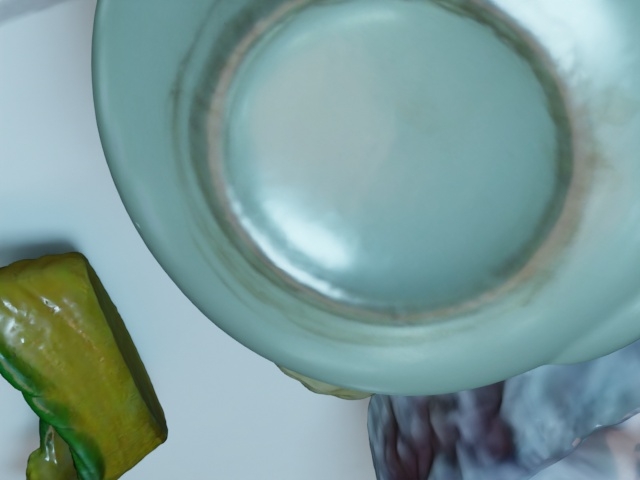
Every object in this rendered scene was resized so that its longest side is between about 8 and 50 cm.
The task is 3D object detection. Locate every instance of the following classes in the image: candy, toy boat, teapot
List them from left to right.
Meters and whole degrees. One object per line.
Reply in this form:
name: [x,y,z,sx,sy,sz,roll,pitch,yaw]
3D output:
toy boat: [-0.123,0.070,0.846,0.088,0.089,0.229,-21,149,-3]
teapot: [0.062,-0.015,0.638,0.220,0.149,0.318,-17,115,19]
candy: [0.148,0.086,0.855,0.214,0.157,0.289,10,144,-34]

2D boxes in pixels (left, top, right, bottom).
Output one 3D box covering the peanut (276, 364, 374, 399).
peanut: [0.000,0.000,0.778,0.082,0.082,0.187,-6,146,-1]
